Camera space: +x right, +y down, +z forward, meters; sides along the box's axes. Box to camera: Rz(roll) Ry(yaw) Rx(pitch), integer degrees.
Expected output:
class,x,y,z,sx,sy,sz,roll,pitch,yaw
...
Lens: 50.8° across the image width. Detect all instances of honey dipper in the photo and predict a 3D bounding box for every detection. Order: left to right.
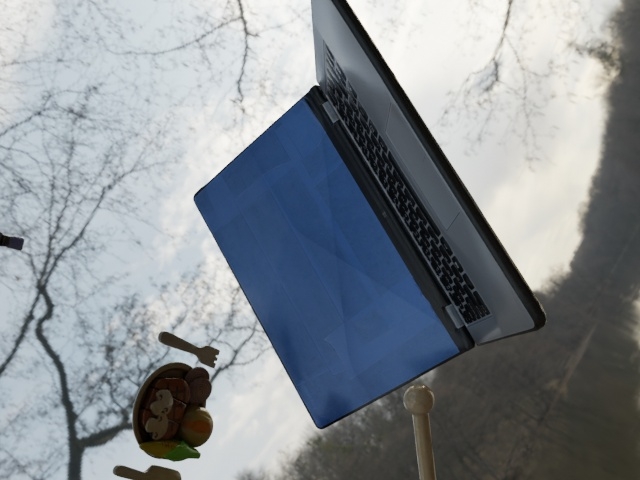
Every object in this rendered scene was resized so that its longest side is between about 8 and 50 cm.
class,x,y,z,sx,sy,sz,roll,pitch,yaw
honey dipper,0.068,0.163,0.404,0.030,0.030,0.161,-24,-69,-57

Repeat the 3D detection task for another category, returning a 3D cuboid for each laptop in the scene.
class,x,y,z,sx,sy,sz,roll,pitch,yaw
laptop,0.000,0.000,0.761,0.236,0.382,0.408,-30,-11,-5

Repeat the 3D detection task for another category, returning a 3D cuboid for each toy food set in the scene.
class,x,y,z,sx,sy,sz,roll,pitch,yaw
toy food set,-0.185,0.221,0.874,0.132,0.038,0.192,35,-118,-48

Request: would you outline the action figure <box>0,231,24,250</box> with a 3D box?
class,x,y,z,sx,sy,sz,roll,pitch,yaw
action figure,-0.785,0.042,1.366,0.341,0.330,0.179,18,-108,-58
